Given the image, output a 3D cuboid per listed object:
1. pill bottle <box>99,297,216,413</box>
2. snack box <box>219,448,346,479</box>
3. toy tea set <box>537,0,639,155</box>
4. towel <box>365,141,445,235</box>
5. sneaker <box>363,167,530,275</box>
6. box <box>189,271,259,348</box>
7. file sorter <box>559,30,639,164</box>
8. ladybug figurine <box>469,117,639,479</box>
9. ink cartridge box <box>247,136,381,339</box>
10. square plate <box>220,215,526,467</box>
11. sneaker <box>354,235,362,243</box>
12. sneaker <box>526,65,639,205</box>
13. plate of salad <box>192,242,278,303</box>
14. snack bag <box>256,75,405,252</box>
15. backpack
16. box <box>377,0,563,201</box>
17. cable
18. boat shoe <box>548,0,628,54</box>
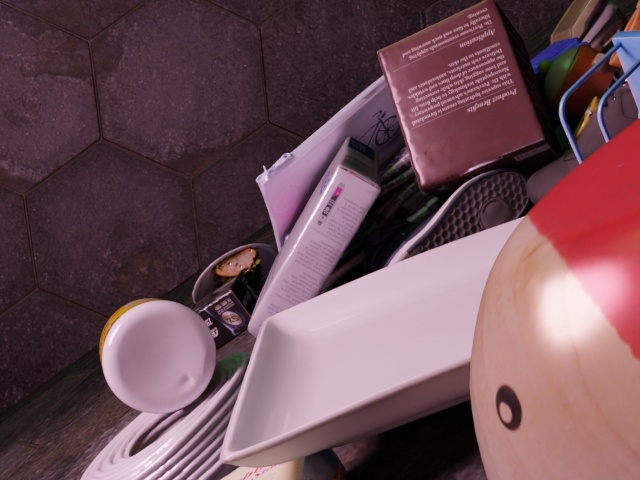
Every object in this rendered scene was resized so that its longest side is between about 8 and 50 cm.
[{"bbox_3d":[-0.191,0.124,0.933,0.117,0.117,0.215,-38,7,-15],"label":"pill bottle"},{"bbox_3d":[-0.127,0.280,0.629,0.322,0.060,0.187,-34,8,9],"label":"snack box"},{"bbox_3d":[0.365,-0.267,1.012,0.336,0.124,0.200,-68,-8,28],"label":"toy tea set"},{"bbox_3d":[0.179,-0.119,1.306,0.284,0.121,0.235,-44,8,-5],"label":"towel"},{"bbox_3d":[0.153,-0.016,1.063,0.226,0.086,0.163,-38,11,-7],"label":"sneaker"},{"bbox_3d":[-0.210,0.155,1.570,0.180,0.077,0.147,-34,8,7],"label":"box"},{"bbox_3d":[0.300,-0.093,0.662,0.104,0.118,0.170,-44,29,-18],"label":"file sorter"},{"bbox_3d":[0.255,-0.015,0.381,0.449,0.162,0.305,-34,11,9],"label":"ladybug figurine"},{"bbox_3d":[-0.023,0.023,1.156,0.330,0.071,0.324,-58,4,13],"label":"ink cartridge box"},{"bbox_3d":[0.098,0.074,0.730,0.347,0.049,0.344,-22,10,6],"label":"square plate"},{"bbox_3d":[0.000,0.000,1.586,0.211,0.080,0.081,-33,10,13],"label":"sneaker"},{"bbox_3d":[0.320,-0.119,0.831,0.286,0.130,0.109,-29,13,44],"label":"sneaker"},{"bbox_3d":[-0.167,0.083,1.680,0.200,0.048,0.200,-27,-31,-18],"label":"plate of salad"},{"bbox_3d":[0.045,-0.099,1.389,0.323,0.037,0.342,-41,-29,-18],"label":"snack bag"},{"bbox_3d":[0.381,-0.234,1.252,0.098,0.120,0.101,-36,18,-16],"label":"backpack"},{"bbox_3d":[0.202,-0.174,1.088,0.168,0.203,0.167,-21,-14,22],"label":"box"},{"bbox_3d":[-0.153,0.229,0.908,0.257,0.089,0.257,-38,9,-17],"label":"cable"},{"bbox_3d":[0.413,-0.274,1.390,0.302,0.103,0.113,-56,12,5],"label":"boat shoe"}]
